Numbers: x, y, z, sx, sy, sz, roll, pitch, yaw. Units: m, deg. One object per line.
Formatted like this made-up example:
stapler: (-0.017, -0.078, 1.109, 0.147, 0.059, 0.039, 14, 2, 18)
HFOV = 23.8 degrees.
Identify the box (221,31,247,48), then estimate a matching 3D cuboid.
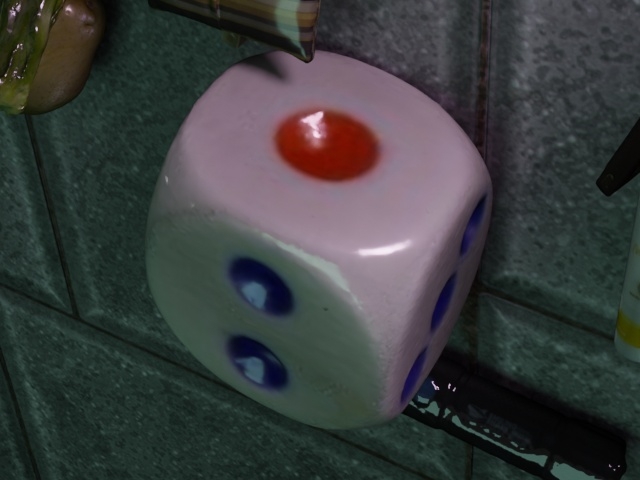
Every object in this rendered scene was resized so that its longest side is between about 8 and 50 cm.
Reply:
box: (-0.077, -0.249, 1.607, 0.024, 0.053, 0.083, 33, 143, 10)

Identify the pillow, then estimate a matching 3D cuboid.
pillow: (-0.081, -0.304, 1.511, 0.208, 0.052, 0.212, 21, 118, 24)

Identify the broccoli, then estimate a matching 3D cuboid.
broccoli: (-0.289, -0.275, 1.579, 0.165, 0.304, 0.145, 21, 180, 17)

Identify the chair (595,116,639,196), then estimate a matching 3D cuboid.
chair: (0.417, -0.125, 1.152, 0.240, 0.203, 0.416, 43, 147, 17)

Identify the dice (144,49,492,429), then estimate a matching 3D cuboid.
dice: (0.000, 0.000, 1.626, 0.304, 0.277, 0.304, 24, 143, 15)

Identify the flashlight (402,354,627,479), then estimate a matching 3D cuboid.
flashlight: (0.170, 0.200, 1.837, 0.424, 0.103, 0.103, 25, 142, 19)

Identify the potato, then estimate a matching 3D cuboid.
potato: (-0.326, -0.234, 1.784, 0.194, 0.157, 0.157, -26, 111, 38)

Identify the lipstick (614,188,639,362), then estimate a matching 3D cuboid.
lipstick: (0.338, 0.020, 1.526, 0.059, 0.059, 0.264, 23, 140, 22)
